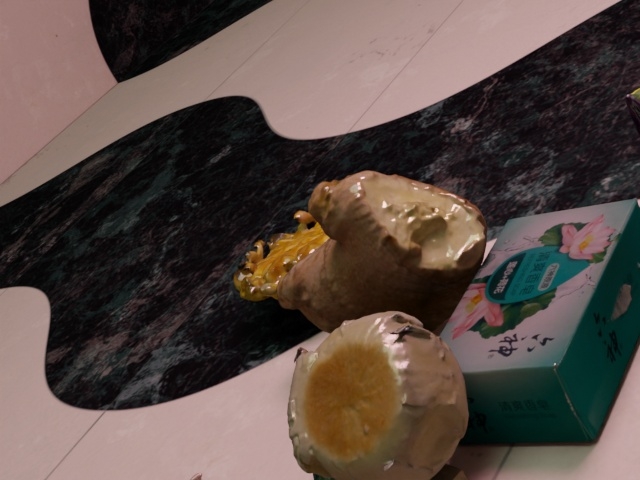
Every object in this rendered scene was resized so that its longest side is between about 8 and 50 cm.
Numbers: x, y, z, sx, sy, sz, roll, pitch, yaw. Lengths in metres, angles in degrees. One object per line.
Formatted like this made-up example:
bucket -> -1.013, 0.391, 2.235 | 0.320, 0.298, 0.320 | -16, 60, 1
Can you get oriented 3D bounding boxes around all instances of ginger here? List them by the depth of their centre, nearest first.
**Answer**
ginger -> 0.060, 0.017, 1.194 | 0.276, 0.221, 0.130 | -24, 48, 35

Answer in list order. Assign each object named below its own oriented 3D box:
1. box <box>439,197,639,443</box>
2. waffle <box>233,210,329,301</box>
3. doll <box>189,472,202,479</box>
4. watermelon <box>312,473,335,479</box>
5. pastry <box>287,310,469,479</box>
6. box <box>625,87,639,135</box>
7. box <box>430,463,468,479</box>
box -> 0.215, 0.074, 1.053 | 0.153, 0.092, 0.245 | -10, 31, 41
waffle -> -0.001, -0.003, 1.446 | 0.262, 0.060, 0.280 | -30, 10, -17
doll -> -0.152, 0.291, 1.112 | 0.127, 0.073, 0.084 | -47, -4, -28
watermelon -> 0.047, 0.185, 1.077 | 0.139, 0.071, 0.187 | -23, 24, 9
pastry -> 0.049, 0.142, 0.971 | 0.166, 0.088, 0.166 | -18, 61, 36
box -> 0.501, -0.181, 1.161 | 0.345, 0.134, 0.097 | -30, 22, 5
box -> 0.083, 0.228, 0.980 | 0.083, 0.035, 0.079 | -41, 25, -23
